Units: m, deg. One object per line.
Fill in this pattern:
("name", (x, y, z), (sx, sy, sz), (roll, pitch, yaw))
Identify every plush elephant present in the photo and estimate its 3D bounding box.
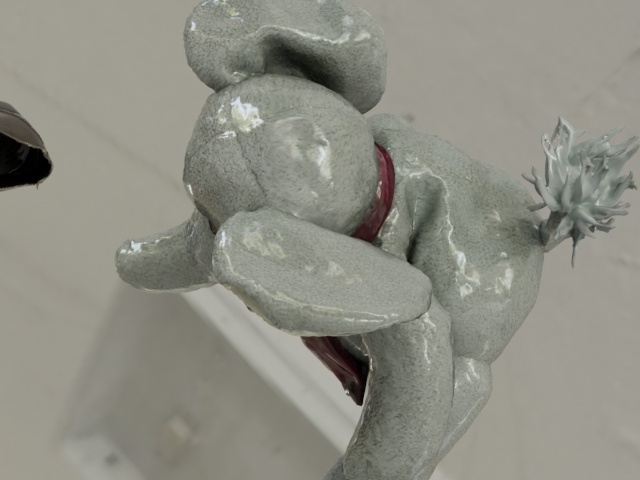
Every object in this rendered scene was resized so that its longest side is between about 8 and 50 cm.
("plush elephant", (0.000, 0.000, 1.191), (0.255, 0.271, 0.330), (24, -48, -25))

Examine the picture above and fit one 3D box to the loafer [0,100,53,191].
("loafer", (-0.281, -0.067, 1.461), (0.078, 0.220, 0.080), (27, -68, 26))
